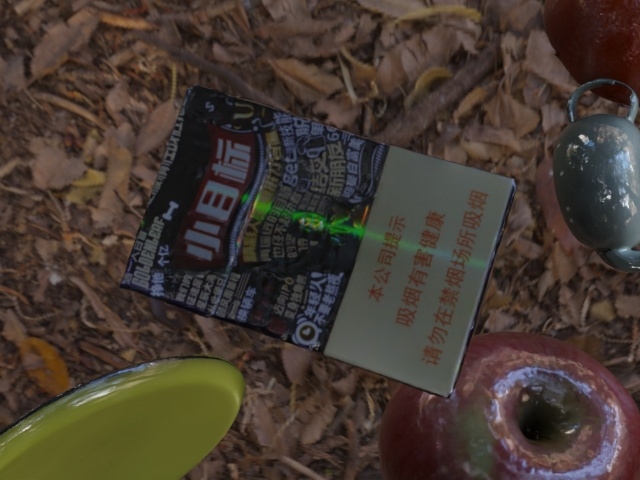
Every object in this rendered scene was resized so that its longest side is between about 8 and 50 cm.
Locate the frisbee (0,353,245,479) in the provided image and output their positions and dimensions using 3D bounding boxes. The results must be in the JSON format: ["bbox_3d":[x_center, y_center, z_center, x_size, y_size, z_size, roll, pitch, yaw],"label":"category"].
[{"bbox_3d":[-0.156,0.158,0.684,0.236,0.236,0.017,-33,63,-2],"label":"frisbee"}]

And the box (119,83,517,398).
[{"bbox_3d":[0.000,0.000,0.866,0.310,0.084,0.198,17,85,9],"label":"box"}]

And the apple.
[{"bbox_3d":[0.247,0.285,1.290,0.344,0.269,0.345,7,56,-10],"label":"apple"}]

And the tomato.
[{"bbox_3d":[0.499,-0.355,1.409,0.338,0.144,0.338,1,55,-1],"label":"tomato"}]

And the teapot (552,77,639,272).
[{"bbox_3d":[0.401,-0.082,1.319,0.129,0.193,0.294,-11,79,29],"label":"teapot"}]
